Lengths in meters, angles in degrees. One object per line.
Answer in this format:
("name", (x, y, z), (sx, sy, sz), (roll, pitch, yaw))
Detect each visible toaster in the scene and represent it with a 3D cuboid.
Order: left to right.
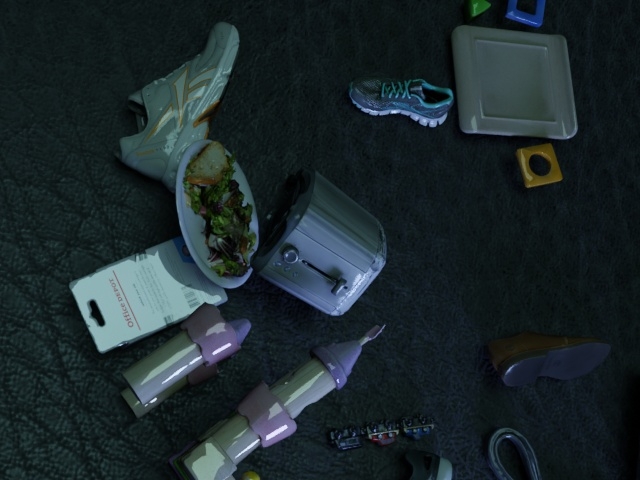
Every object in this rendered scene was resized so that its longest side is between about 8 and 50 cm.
("toaster", (0.000, 0.000, 1.264), (0.146, 0.227, 0.129), (35, 108, -12))

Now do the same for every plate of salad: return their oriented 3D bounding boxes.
("plate of salad", (-0.124, -0.037, 1.239), (0.200, 0.048, 0.199), (40, 44, -55))

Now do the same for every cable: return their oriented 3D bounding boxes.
("cable", (0.326, 0.398, 1.349), (0.287, 0.072, 0.139), (42, 83, 9))

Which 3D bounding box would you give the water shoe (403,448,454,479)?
("water shoe", (0.114, 0.380, 1.266), (0.080, 0.073, 0.203), (20, 64, 10))

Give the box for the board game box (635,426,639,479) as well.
("board game box", (0.626, 0.317, 1.373), (0.303, 0.097, 0.224), (8, 72, 10))

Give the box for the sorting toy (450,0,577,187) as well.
("sorting toy", (0.303, -0.245, 1.507), (0.196, 0.047, 0.347), (1, 75, -15))

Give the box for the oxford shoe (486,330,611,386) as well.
("oxford shoe", (0.340, 0.160, 1.399), (0.212, 0.076, 0.076), (1, 35, -29))

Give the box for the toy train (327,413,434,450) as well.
("toy train", (0.086, 0.265, 1.300), (0.158, 0.027, 0.036), (-5, 81, -20))

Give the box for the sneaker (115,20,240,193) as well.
("sneaker", (-0.195, -0.201, 1.294), (0.121, 0.099, 0.262), (22, 68, -8))

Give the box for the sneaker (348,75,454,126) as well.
("sneaker", (0.126, -0.222, 1.420), (0.167, 0.076, 0.065), (7, 72, -17))

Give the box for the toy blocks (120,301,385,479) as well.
("toy blocks", (-0.049, 0.211, 1.124), (0.260, 0.288, 0.309), (-35, 85, -19))

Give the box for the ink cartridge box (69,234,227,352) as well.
("ink cartridge box", (-0.226, 0.071, 1.224), (0.180, 0.060, 0.104), (-23, 84, -24))
